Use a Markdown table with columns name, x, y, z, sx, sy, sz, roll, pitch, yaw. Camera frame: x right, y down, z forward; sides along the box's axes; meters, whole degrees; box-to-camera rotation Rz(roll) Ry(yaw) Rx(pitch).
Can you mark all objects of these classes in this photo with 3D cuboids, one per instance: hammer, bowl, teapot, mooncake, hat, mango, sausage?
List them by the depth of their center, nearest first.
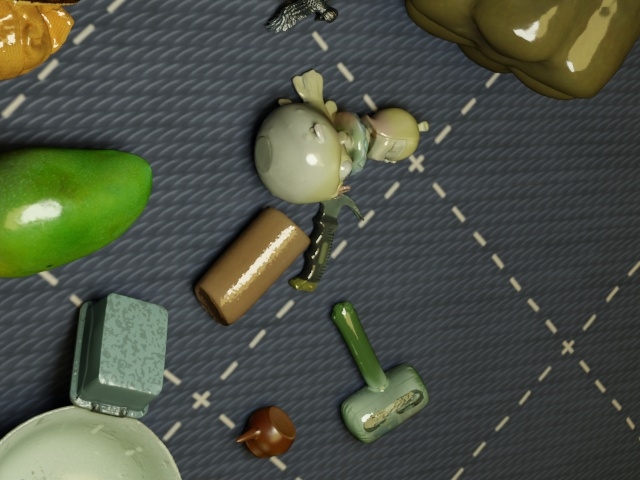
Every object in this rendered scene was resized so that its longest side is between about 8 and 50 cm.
| name | x | y | z | sx | sy | sz | roll | pitch | yaw |
| --- | --- | --- | --- | --- | --- | --- | --- | --- | --- |
| hat | -0.542 | -0.325 | 1.664 | 0.233 | 0.244 | 0.233 | 9 | 115 | -21 |
| mango | -0.480 | -0.065 | 1.761 | 0.382 | 0.201 | 0.225 | -21 | 108 | -23 |
| bowl | -0.496 | 0.535 | 1.905 | 0.434 | 0.196 | 0.435 | 5 | 80 | -31 |
| mooncake | 0.401 | -0.465 | 1.946 | 0.467 | 0.467 | 0.262 | 28 | 93 | -30 |
| sausage | -0.145 | 0.056 | 2.007 | 0.253 | 0.123 | 0.123 | -48 | 120 | -7 |
| hammer | 0.000 | 0.000 | 2.112 | 0.158 | 0.041 | 0.226 | 14 | 98 | -27 |
| teapot | -0.118 | 0.428 | 2.151 | 0.173 | 0.116 | 0.116 | 20 | 96 | -57 |
| hammer | 0.102 | 0.280 | 2.215 | 0.206 | 0.119 | 0.335 | -31 | 110 | -16 |

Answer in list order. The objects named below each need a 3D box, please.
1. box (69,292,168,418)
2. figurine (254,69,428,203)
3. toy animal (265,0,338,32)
| name | x | y | z | sx | sy | sz | roll | pitch | yaw |
| --- | --- | --- | --- | --- | --- | --- | --- | --- | --- |
| box | -0.382 | 0.217 | 1.888 | 0.162 | 0.130 | 0.227 | 19 | 54 | -29 |
| figurine | 0.047 | -0.223 | 2.011 | 0.394 | 0.226 | 0.275 | -10 | 81 | -30 |
| toy animal | -0.015 | -0.478 | 1.949 | 0.220 | 0.062 | 0.108 | -44 | 120 | -2 |
